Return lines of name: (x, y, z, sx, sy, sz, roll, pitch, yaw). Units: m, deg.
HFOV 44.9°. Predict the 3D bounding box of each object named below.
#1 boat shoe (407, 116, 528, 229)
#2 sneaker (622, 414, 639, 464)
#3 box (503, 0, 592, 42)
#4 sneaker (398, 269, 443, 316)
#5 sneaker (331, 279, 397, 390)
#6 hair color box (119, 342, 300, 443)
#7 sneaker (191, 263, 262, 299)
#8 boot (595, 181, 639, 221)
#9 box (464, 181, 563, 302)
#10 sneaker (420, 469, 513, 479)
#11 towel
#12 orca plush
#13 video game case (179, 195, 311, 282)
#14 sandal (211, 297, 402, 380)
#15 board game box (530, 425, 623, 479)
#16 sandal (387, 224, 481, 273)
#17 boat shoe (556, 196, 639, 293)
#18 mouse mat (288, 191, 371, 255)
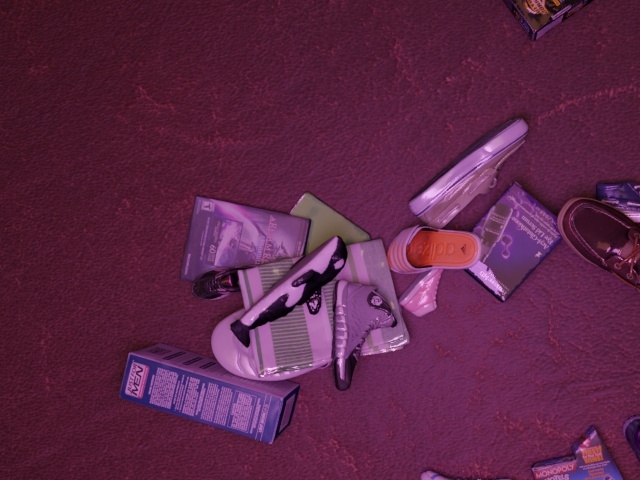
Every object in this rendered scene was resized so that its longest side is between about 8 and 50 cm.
boat shoe: (0.325, -0.139, 1.646, 0.302, 0.109, 0.094, -39, 97, 15)
sneaker: (0.685, 0.462, 1.550, 0.083, 0.098, 0.224, -34, 82, 7)
box: (0.468, -0.630, 1.642, 0.257, 0.079, 0.322, -35, 83, 9)
sneaker: (0.236, 0.107, 1.671, 0.070, 0.051, 0.134, 43, 87, -7)
sneaker: (0.091, 0.189, 1.558, 0.132, 0.086, 0.229, 3, 69, -5)
hair color box: (-0.235, 0.326, 1.680, 0.347, 0.174, 0.105, 15, 92, 11)
sneaker: (-0.206, 0.087, 1.706, 0.178, 0.077, 0.072, -17, 86, 11)
boot: (0.663, -0.080, 1.589, 0.189, 0.069, 0.086, 0, 91, 12)
box: (0.391, 0.005, 1.615, 0.153, 0.108, 0.207, 41, 94, 8)
sneaker: (0.333, 0.533, 1.629, 0.240, 0.091, 0.126, 35, 76, 10)
towel: (0.003, 0.140, 1.632, 0.324, 0.038, 0.248, -12, 71, -6)
orca plush: (-0.042, 0.120, 1.560, 0.287, 0.151, 0.102, -44, 100, -16)
video game case: (-0.172, 0.021, 1.751, 0.274, 0.026, 0.196, 12, 92, 12)
sandal: (-0.026, 0.210, 1.682, 0.416, 0.102, 0.169, -10, 72, -4)
board game box: (0.539, 0.491, 1.595, 0.194, 0.060, 0.194, -14, 84, 9)
sandal: (0.213, 0.012, 1.592, 0.265, 0.076, 0.102, -6, 75, 53)
boat shoe: (0.620, 0.031, 1.515, 0.342, 0.123, 0.123, 38, 88, -11)
mouse mat: (0.000, 0.000, 1.735, 0.189, 0.007, 0.153, 36, 94, 10)
